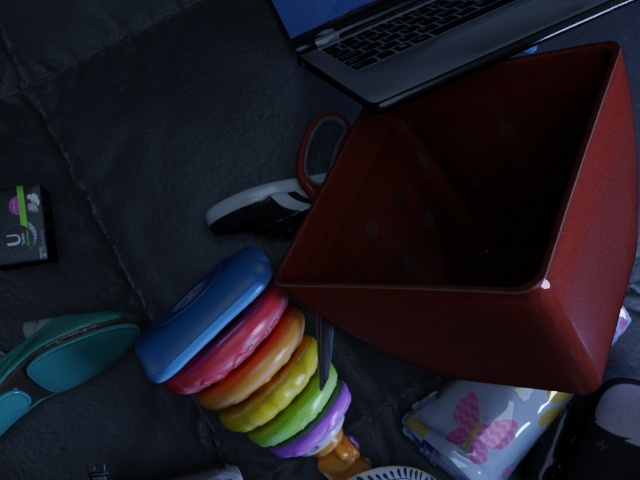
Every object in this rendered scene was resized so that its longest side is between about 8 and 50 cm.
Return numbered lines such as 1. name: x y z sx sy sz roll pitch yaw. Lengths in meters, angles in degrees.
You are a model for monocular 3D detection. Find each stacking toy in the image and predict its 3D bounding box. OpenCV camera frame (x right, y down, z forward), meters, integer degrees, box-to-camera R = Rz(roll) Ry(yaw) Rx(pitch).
1. stacking toy: -0.035 0.166 0.820 0.166 0.175 0.302 -43 101 -12

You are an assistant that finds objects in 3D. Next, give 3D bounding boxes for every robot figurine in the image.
1. robot figurine: 0.353 0.258 0.836 0.173 0.209 0.278 32 79 -23

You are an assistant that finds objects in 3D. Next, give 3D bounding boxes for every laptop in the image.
1. laptop: 0.125 -0.358 0.845 0.382 0.408 0.236 -25 118 -6

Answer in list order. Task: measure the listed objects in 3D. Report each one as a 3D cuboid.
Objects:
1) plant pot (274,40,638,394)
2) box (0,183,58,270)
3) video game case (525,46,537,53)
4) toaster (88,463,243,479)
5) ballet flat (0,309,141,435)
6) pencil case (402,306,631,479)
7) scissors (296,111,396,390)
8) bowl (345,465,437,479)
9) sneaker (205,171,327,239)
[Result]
1. plant pot: 0.166 0.004 0.758 0.236 0.267 0.267 49 55 -36
2. box: -0.323 -0.014 0.843 0.062 0.052 0.083 -9 85 -9
3. video game case: 0.225 -0.326 0.970 0.119 0.015 0.166 14 81 -5
4. toaster: -0.136 0.320 0.788 0.146 0.129 0.227 -13 82 -12
5. ballet flat: -0.308 0.131 0.813 0.247 0.083 0.087 -36 55 -9
6. pencil case: 0.214 0.148 0.860 0.273 0.113 0.124 -47 45 -9
7. scissors: 0.000 0.000 0.811 0.109 0.021 0.297 23 67 -9
8. bowl: 0.072 0.325 0.800 0.170 0.080 0.170 -6 112 -14
9. sneaker: -0.010 -0.008 0.866 0.217 0.079 0.121 -15 82 -10
